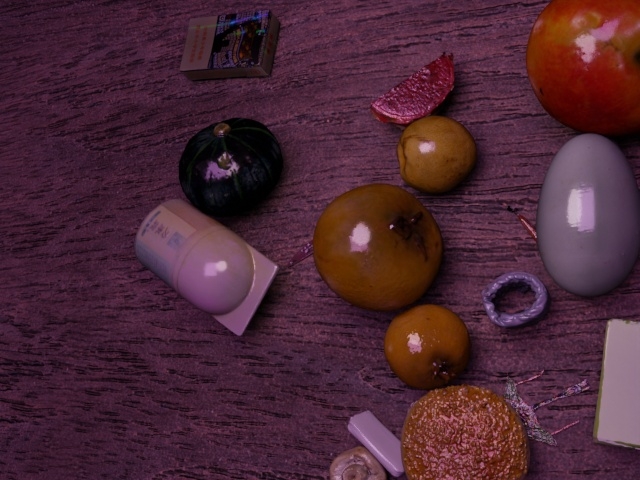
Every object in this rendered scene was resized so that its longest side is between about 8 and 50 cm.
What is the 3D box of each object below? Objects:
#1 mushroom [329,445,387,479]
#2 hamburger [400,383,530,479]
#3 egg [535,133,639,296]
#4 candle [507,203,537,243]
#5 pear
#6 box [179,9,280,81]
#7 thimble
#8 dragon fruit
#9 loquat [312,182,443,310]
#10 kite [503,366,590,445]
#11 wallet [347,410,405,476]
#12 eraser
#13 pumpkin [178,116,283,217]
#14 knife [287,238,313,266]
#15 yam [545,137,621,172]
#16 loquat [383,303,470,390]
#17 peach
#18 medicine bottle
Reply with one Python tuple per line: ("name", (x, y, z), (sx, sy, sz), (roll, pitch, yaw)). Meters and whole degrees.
("mushroom", (0.092, 0.577, 1.689), (0.148, 0.112, 0.148), (-3, 77, 15))
("hamburger", (0.328, 0.475, 1.575), (0.301, 0.170, 0.302), (-8, 72, 24))
("egg", (0.609, -0.058, 1.568), (0.229, 0.230, 0.371), (2, 87, 24))
("candle", (0.525, -0.029, 1.725), (0.026, 0.021, 0.167), (-34, 63, 1))
("pear", (0.302, -0.225, 1.786), (0.208, 0.209, 0.209), (-7, 72, 22))
("box", (-0.294, -0.627, 2.231), (0.310, 0.084, 0.198), (3, 76, 25))
("thimble", (0.467, 0.143, 1.646), (0.151, 0.118, 0.127), (-26, 68, 15))
("dragon fruit", (0.275, -0.376, 1.883), (0.274, 0.161, 0.126), (-35, 80, -3))
("loquat", (0.129, 0.022, 1.742), (0.359, 0.328, 0.329), (-40, 54, 55))
("kite", (0.512, 0.384, 1.617), (0.244, 0.006, 0.198), (-34, 64, 12))
("wallet", (0.149, 0.496, 1.701), (0.190, 0.095, 0.033), (40, 120, 26))
("eraser", (0.715, 0.319, 1.500), (0.210, 0.092, 0.274), (5, 75, 24))
("pumpkin", (-0.261, -0.226, 1.985), (0.315, 0.239, 0.315), (-11, 41, 10))
("knife", (0.000, 0.000, 1.952), (0.247, 0.018, 0.035), (-35, 67, 12))
("yam", (0.646, -0.187, 1.687), (0.179, 0.078, 0.078), (-31, 65, 14))
("loquat", (0.255, 0.256, 1.658), (0.208, 0.208, 0.208), (-7, 72, 22))
("peach", (0.658, -0.423, 1.597), (0.388, 0.388, 0.389), (-7, 72, 22))
("medicine bottle", (-0.310, 0.072, 1.946), (0.406, 0.235, 0.236), (32, 89, 30))
